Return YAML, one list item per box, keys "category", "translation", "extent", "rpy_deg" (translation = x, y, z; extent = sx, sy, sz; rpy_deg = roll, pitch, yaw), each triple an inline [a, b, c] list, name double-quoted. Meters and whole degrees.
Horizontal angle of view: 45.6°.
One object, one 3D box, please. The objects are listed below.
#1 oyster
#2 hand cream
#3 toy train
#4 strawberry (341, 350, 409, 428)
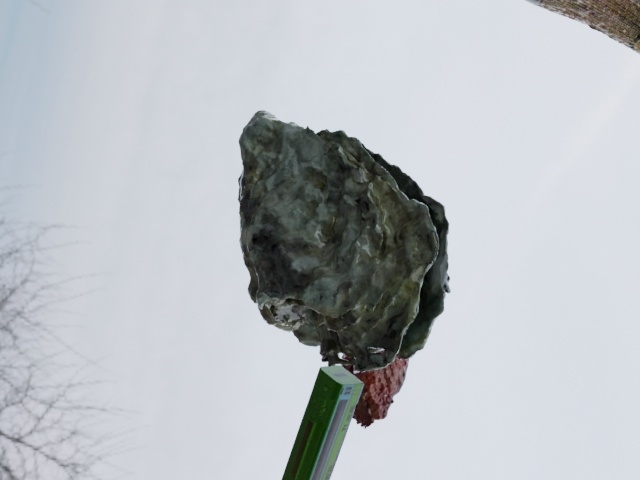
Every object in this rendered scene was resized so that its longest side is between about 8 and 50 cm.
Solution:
- category: "oyster"
  translation: [0.000, 0.000, 0.688]
  extent: [0.268, 0.112, 0.198]
  rpy_deg: [29, -79, 41]
- category: "hand cream"
  translation: [0.268, -0.216, 0.693]
  extent: [0.084, 0.203, 0.084]
  rpy_deg: [-52, 173, -9]
- category: "toy train"
  translation: [-0.010, 0.245, 0.869]
  extent: [0.044, 0.042, 0.209]
  rpy_deg: [32, -71, 45]
- category: "strawberry"
  translation: [0.076, 0.211, 1.261]
  extent: [0.140, 0.085, 0.192]
  rpy_deg: [-9, -141, 54]
